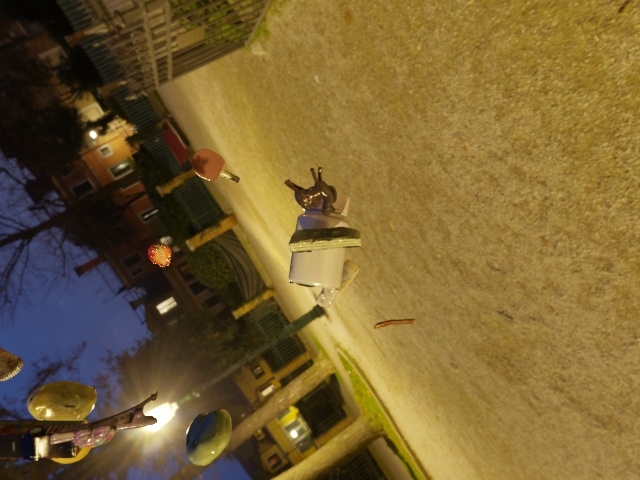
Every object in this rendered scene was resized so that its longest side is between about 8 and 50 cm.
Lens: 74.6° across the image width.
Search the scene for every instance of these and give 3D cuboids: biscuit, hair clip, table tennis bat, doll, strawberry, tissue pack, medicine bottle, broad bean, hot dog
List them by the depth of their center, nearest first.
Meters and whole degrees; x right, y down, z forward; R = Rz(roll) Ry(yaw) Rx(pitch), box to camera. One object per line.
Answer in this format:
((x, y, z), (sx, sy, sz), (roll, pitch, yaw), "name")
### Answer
((-0.570, 0.507, 1.148), (0.137, 0.278, 0.090), (-45, 66, 47), "hair clip")
((-0.345, 0.599, 1.282), (0.100, 0.169, 0.228), (36, 135, -13), "broad bean")
((-0.020, -0.149, 1.359), (0.165, 0.139, 0.057), (64, -170, -4), "doll")
((-1.138, 0.417, 1.455), (0.191, 0.108, 0.059), (25, 129, 5), "hot dog")
((0.020, -0.009, 1.481), (0.150, 0.252, 0.052), (-67, -28, -70), "biscuit")
((0.000, 0.000, 1.679), (0.213, 0.214, 0.378), (-179, 98, -75), "medicine bottle")
((-0.737, 0.064, 1.927), (0.048, 0.104, 0.152), (37, 145, 26), "strawberry")
((0.083, 0.214, 2.057), (0.090, 0.222, 0.186), (39, 143, 7), "tissue pack")
((-0.510, -0.350, 2.059), (0.247, 0.138, 0.022), (27, -176, -25), "table tennis bat")

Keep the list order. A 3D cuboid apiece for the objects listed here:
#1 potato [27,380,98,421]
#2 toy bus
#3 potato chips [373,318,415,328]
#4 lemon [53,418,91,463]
((-1.044, 0.658, 1.706), (0.248, 0.144, 0.169), (29, -126, -43), "potato")
((-0.920, 0.591, 1.247), (0.092, 0.409, 0.093), (-111, 23, -81), "toy bus")
((0.343, 0.381, 1.938), (0.037, 0.204, 0.026), (-42, -65, -59), "potato chips")
((-1.083, 0.854, 1.807), (0.187, 0.187, 0.244), (42, 172, 50), "lemon")
